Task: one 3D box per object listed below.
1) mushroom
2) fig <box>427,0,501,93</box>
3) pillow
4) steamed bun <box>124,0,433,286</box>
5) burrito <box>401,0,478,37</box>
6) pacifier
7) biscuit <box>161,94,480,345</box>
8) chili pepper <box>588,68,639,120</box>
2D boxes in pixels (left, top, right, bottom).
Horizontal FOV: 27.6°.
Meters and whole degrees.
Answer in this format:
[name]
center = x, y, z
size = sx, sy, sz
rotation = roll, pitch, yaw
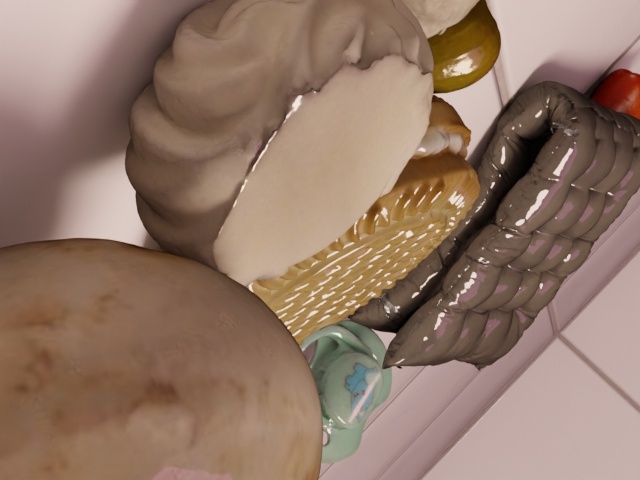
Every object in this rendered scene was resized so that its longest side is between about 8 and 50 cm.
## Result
[mushroom]
center = -0.123, 0.153, 0.607
size = 0.297, 0.290, 0.297
rotation = -23, 164, -7
[fig]
center = 0.072, -0.128, 0.850
size = 0.088, 0.074, 0.074
rotation = -31, 161, -8
[pillow]
center = 0.194, -0.004, 1.328
size = 0.326, 0.101, 0.228
rotation = -52, 150, 19
[steamed bun]
center = -0.026, -0.068, 0.688
size = 0.183, 0.106, 0.183
rotation = -37, 153, -23
[burrito]
center = 0.142, -0.258, 0.714
size = 0.392, 0.076, 0.117
rotation = -51, 169, 22
[pacifier]
center = 0.000, 0.147, 1.316
size = 0.116, 0.127, 0.150
rotation = -6, -130, 53
[biscuit]
center = 0.000, 0.000, 0.887
size = 0.259, 0.079, 0.259
rotation = -31, 167, -8
[chili pepper]
center = 0.339, -0.144, 1.445
size = 0.192, 0.086, 0.084
rotation = -38, 129, 1
